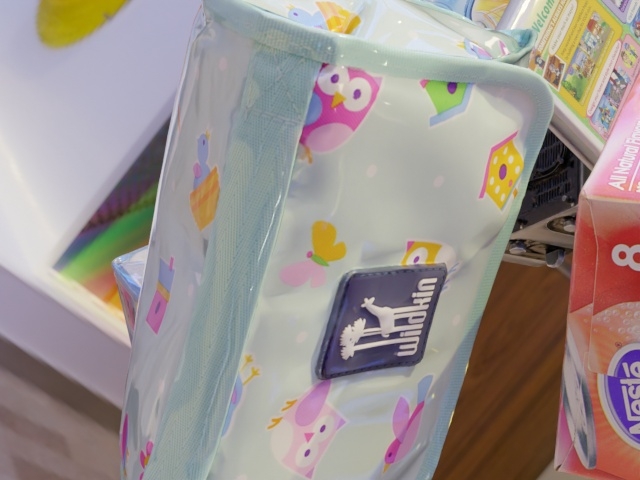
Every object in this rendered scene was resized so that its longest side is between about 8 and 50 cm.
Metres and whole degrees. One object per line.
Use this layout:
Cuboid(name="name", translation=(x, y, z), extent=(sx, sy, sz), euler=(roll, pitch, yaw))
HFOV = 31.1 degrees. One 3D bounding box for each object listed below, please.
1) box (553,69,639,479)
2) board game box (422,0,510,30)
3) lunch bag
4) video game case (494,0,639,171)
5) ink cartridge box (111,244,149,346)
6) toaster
Cuboid(name="box", translation=(0.220, -0.013, 0.557), extent=(0.154, 0.142, 0.300), euler=(10, 30, 21))
Cuboid(name="board game box", translation=(0.079, -0.207, 0.957), extent=(0.201, 0.136, 0.035), euler=(13, -19, 15))
Cuboid(name="lunch bag", translation=(0.000, 0.000, 0.512), extent=(0.160, 0.223, 0.262), euler=(18, 17, 6))
Cuboid(name="video game case", translation=(0.220, -0.137, 0.832), extent=(0.193, 0.212, 0.023), euler=(41, -35, -18))
Cuboid(name="ink cartridge box", translation=(-0.054, 0.212, 1.107), extent=(0.270, 0.151, 0.395), euler=(40, -34, 51))
Cuboid(name="toaster", translation=(0.225, -0.076, 1.077), extent=(0.110, 0.186, 0.168), euler=(16, -24, -27))
